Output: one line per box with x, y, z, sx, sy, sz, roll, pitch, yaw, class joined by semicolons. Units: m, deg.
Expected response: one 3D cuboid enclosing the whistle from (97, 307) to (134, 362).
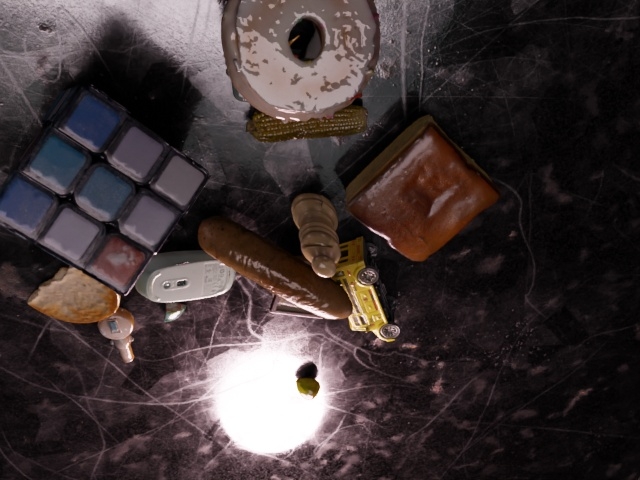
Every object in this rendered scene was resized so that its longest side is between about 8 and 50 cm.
-0.611;0.285;2.133;0.107;0.057;0.220;-8;126;-5;whistle

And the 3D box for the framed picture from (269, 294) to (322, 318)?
-0.056;0.174;2.110;0.168;0.023;0.128;9;124;-17;framed picture

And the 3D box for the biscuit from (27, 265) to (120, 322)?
-0.680;0.155;2.002;0.309;0.040;0.204;-31;124;33;biscuit

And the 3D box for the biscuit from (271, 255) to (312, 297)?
-0.062;0.140;2.131;0.180;0.049;0.208;-23;126;6;biscuit

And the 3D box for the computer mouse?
-0.388;0.092;2.017;0.288;0.097;0.160;-8;127;-24;computer mouse

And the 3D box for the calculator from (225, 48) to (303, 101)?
-0.111;-0.407;1.740;0.245;0.045;0.141;4;105;-10;calculator

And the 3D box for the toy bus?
0.133;0.161;2.119;0.152;0.144;0.330;-16;122;12;toy bus

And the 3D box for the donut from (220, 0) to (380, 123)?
-0.045;-0.467;1.631;0.382;0.142;0.383;-3;109;-9;donut

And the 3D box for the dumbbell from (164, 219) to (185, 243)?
-0.418;-0.027;1.967;0.083;0.040;0.036;-40;90;17;dumbbell

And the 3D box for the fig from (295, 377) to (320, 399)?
-0.045;0.493;2.358;0.088;0.074;0.074;34;114;-4;fig

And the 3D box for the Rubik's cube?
-0.524;-0.124;1.634;0.362;0.363;0.359;32;83;-26;Rubik's cube

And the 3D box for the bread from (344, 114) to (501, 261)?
0.280;-0.135;1.945;0.323;0.143;0.333;35;112;-26;bread

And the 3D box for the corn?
-0.033;-0.305;1.814;0.319;0.097;0.097;-4;124;-8;corn

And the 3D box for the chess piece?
0.000;0.000;1.889;0.124;0.307;0.139;-14;124;1;chess piece

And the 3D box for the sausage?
-0.120;0.085;1.966;0.500;0.136;0.123;30;82;-8;sausage

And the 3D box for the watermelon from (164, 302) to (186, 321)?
-0.455;0.212;2.123;0.085;0.085;0.061;-26;83;8;watermelon
